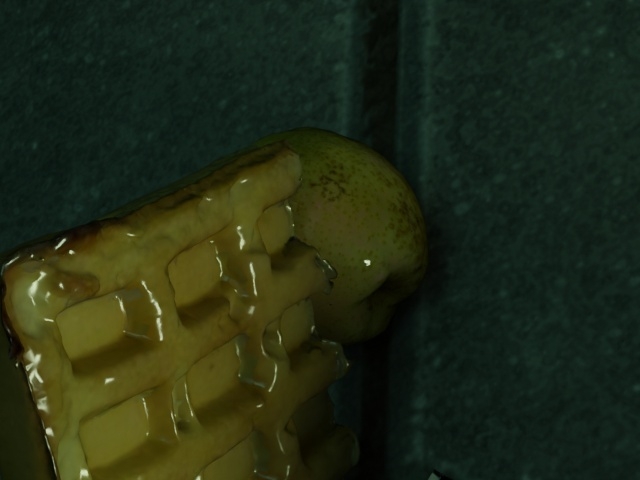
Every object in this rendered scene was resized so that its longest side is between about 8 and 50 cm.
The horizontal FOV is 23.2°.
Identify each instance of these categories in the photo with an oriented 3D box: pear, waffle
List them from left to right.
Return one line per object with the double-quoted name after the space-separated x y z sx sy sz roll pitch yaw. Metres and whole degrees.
-0.091 0.127 1.038 0.077 0.304 0.348 5 112 37 "waffle"
0.000 0.000 1.217 0.178 0.178 0.178 -13 64 29 "pear"

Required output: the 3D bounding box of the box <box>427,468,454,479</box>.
0.134 0.276 1.082 0.247 0.033 0.129 33 90 38 "box"
